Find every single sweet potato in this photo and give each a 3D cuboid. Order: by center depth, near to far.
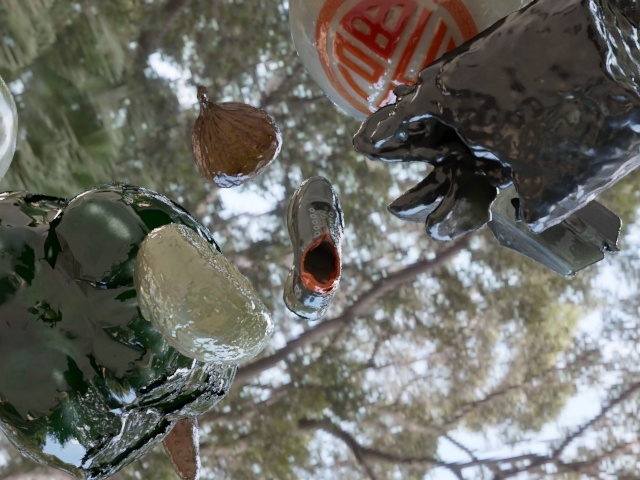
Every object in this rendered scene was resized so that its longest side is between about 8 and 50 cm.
[{"bbox_3d":[-0.224,0.273,1.746,0.072,0.066,0.314,11,-154,-17],"label":"sweet potato"}]

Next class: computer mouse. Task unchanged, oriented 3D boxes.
[{"bbox_3d":[0.321,-0.036,1.614,0.126,0.071,0.231,-44,-129,-15],"label":"computer mouse"}]

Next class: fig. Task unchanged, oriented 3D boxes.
[{"bbox_3d":[-0.162,-0.177,1.790,0.146,0.201,0.134,-44,-138,2],"label":"fig"}]

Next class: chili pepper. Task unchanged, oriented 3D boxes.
[{"bbox_3d":[-0.191,0.062,0.975,0.233,0.256,0.248,-32,-98,-2],"label":"chili pepper"}]

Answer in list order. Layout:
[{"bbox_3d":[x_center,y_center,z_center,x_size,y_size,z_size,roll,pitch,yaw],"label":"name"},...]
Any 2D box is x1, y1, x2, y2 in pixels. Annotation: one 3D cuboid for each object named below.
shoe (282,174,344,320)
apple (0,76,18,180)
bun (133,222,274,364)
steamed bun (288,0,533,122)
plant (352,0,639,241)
[{"bbox_3d":[0.000,-0.002,1.385,0.074,0.077,0.194,13,-120,-14],"label":"shoe"},{"bbox_3d":[-0.508,-0.138,1.411,0.262,0.262,0.262,-11,-142,9],"label":"apple"},{"bbox_3d":[-0.088,0.043,0.800,0.069,0.115,0.115,-46,-140,1],"label":"bun"},{"bbox_3d":[0.096,-0.234,1.230,0.283,0.283,0.177,-1,-146,20],"label":"steamed bun"},{"bbox_3d":[0.187,-0.106,1.038,0.276,0.188,0.199,-29,-174,37],"label":"plant"}]
